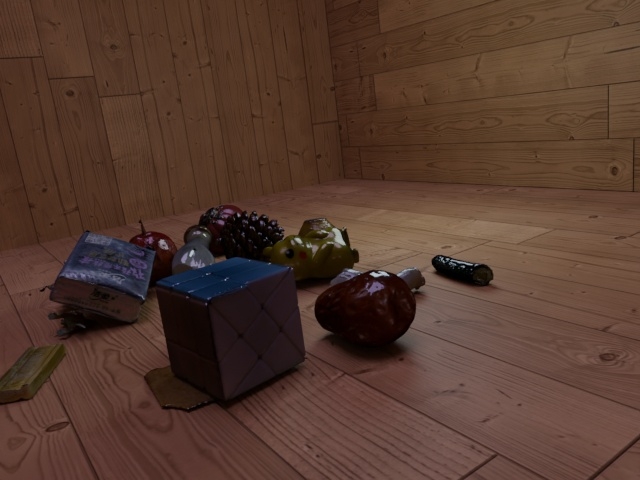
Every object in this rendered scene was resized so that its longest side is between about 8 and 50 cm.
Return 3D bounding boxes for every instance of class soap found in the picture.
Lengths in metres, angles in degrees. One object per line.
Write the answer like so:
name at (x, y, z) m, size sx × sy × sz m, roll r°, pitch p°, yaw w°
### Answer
soap at (-0.703, 0.315, 1.296) m, size 0.092 × 0.037 × 0.252 m, roll -7°, pitch 13°, yaw -6°

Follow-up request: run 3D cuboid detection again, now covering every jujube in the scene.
jujube at (0.098, 0.158, 1.254) m, size 0.255 × 0.190 × 0.190 m, roll -4°, pitch 12°, yaw 44°

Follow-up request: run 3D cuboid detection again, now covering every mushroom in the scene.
mushroom at (-0.454, 0.055, 1.971) m, size 0.159 × 0.122 × 0.328 m, roll 30°, pitch 20°, yaw -19°
mushroom at (0.163, 0.126, 1.532) m, size 0.278 × 0.099 × 0.096 m, roll -3°, pitch 27°, yaw -2°

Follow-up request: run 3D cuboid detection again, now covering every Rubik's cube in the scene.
Rubik's cube at (-0.191, 0.175, 1.158) m, size 0.231 × 0.221 × 0.225 m, roll -18°, pitch 17°, yaw -41°

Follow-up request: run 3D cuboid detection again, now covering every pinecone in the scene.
pinecone at (-0.270, -0.012, 2.059) m, size 0.273 × 0.224 × 0.224 m, roll -7°, pitch 13°, yaw -17°

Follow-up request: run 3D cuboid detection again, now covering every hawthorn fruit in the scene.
hawthorn fruit at (-0.634, 0.035, 1.986) m, size 0.208 × 0.243 × 0.207 m, roll -9°, pitch 15°, yaw 2°

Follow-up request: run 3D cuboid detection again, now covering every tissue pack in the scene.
tissue pack at (-0.670, 0.103, 1.688) m, size 0.259 × 0.122 × 0.361 m, roll 18°, pitch 19°, yaw -19°

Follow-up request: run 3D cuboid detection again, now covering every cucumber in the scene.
cucumber at (0.412, 0.086, 1.627) m, size 0.067 × 0.067 × 0.245 m, roll -14°, pitch 13°, yaw -26°

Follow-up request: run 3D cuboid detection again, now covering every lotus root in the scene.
lotus root at (0.001, 0.000, 1.952) m, size 0.188 × 0.180 × 0.199 m, roll -7°, pitch 13°, yaw 15°

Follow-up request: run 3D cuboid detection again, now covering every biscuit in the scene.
biscuit at (-0.252, 0.298, 1.179) m, size 0.232 × 0.013 × 0.237 m, roll -14°, pitch 14°, yaw -27°

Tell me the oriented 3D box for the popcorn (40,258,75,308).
popcorn at (-0.837, 0.150, 1.833) m, size 0.168 × 0.173 × 0.195 m, roll -40°, pitch 26°, yaw 29°

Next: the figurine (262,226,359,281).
figurine at (-0.045, 0.052, 1.762) m, size 0.327 × 0.169 × 0.218 m, roll -4°, pitch 36°, yaw -15°

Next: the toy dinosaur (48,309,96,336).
toy dinosaur at (-0.721, 0.248, 1.591) m, size 0.212 × 0.057 × 0.142 m, roll 14°, pitch 3°, yaw 28°

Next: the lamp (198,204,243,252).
lamp at (-0.423, -0.053, 2.304) m, size 0.227 × 0.226 × 0.227 m, roll -7°, pitch 13°, yaw 2°
